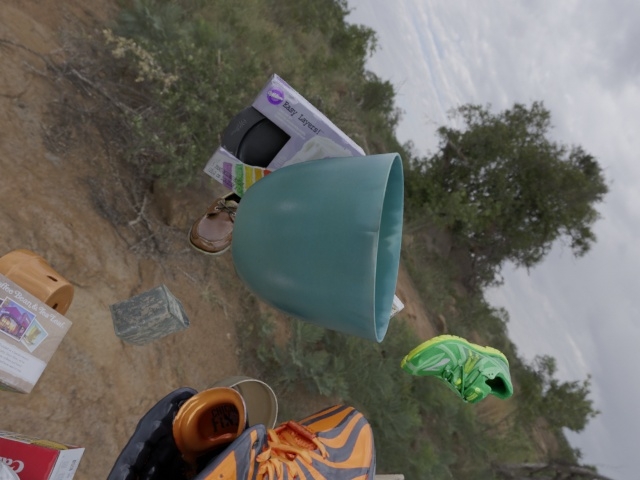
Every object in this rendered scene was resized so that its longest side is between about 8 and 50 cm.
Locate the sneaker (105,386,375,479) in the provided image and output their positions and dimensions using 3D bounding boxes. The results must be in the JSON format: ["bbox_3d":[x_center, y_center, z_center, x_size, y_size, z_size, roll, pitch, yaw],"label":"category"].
[{"bbox_3d":[-0.044,0.199,0.376,0.321,0.125,0.179,-20,114,-54],"label":"sneaker"}]

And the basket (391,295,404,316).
[{"bbox_3d":[0.142,0.179,1.254,0.103,0.113,0.167,-32,75,-33],"label":"basket"}]

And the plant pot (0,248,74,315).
[{"bbox_3d":[-1.050,0.202,1.525,0.204,0.290,0.291,25,20,-1],"label":"plant pot"}]

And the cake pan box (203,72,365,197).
[{"bbox_3d":[-0.078,-0.177,0.905,0.267,0.245,0.070,37,18,-22],"label":"cake pan box"}]

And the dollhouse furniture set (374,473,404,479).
[{"bbox_3d":[0.135,0.865,1.107,0.256,0.363,0.393,-102,-163,-67],"label":"dollhouse furniture set"}]

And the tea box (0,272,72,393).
[{"bbox_3d":[-0.918,0.217,1.080,0.329,0.324,0.219,66,29,-47],"label":"tea box"}]

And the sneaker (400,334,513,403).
[{"bbox_3d":[0.320,0.293,0.943,0.296,0.109,0.123,13,39,-20],"label":"sneaker"}]

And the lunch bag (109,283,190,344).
[{"bbox_3d":[-0.717,0.339,1.810,0.287,0.235,0.168,86,-21,-59],"label":"lunch bag"}]

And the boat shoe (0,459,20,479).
[{"bbox_3d":[-0.555,0.363,0.677,0.184,0.063,0.066,58,34,-14],"label":"boat shoe"}]

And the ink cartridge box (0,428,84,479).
[{"bbox_3d":[-0.935,0.663,1.272,0.272,0.310,0.130,111,-8,-65],"label":"ink cartridge box"}]

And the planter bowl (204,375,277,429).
[{"bbox_3d":[-0.185,0.351,0.869,0.162,0.109,0.161,-3,96,-38],"label":"planter bowl"}]

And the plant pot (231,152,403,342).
[{"bbox_3d":[0.000,0.000,0.691,0.293,0.235,0.292,6,90,-74],"label":"plant pot"}]

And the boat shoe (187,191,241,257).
[{"bbox_3d":[-0.254,-0.063,1.094,0.111,0.104,0.307,25,24,-7],"label":"boat shoe"}]
